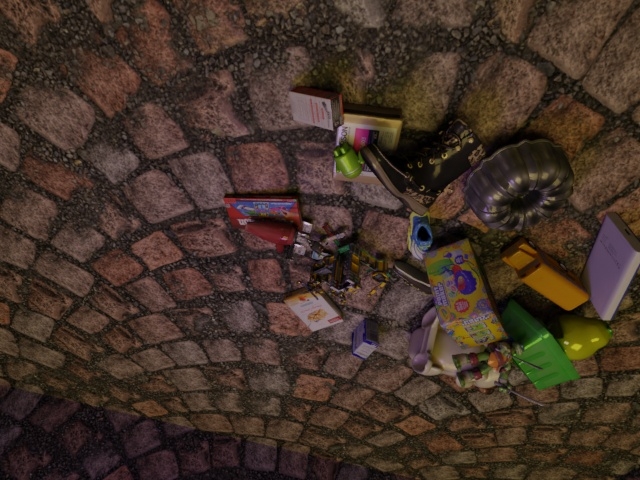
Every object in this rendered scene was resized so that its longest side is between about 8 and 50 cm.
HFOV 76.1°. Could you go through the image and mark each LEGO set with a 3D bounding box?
[{"bbox_3d":[0.000,0.000,1.596,0.244,0.060,0.182,18,135,1],"label":"LEGO set"},{"bbox_3d":[0.095,0.172,1.571,0.331,0.192,0.255,-20,135,34],"label":"LEGO set"}]

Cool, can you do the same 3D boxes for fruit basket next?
[{"bbox_3d":[0.941,0.393,1.658,0.392,0.283,0.391,-5,116,-10],"label":"fruit basket"}]

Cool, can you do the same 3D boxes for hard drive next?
[{"bbox_3d":[1.008,0.093,1.426,0.040,0.210,0.318,-1,129,8],"label":"hard drive"}]

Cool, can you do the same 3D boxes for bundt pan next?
[{"bbox_3d":[0.626,-0.149,1.279,0.331,0.124,0.330,-4,141,-3],"label":"bundt pan"}]

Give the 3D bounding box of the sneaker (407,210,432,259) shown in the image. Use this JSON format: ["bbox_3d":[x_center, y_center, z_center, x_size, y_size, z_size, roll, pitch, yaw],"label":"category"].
[{"bbox_3d":[0.361,0.001,1.485,0.091,0.126,0.240,-6,128,12],"label":"sneaker"}]

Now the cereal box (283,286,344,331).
[{"bbox_3d":[-0.027,0.303,1.833,0.173,0.047,0.240,-24,123,24],"label":"cereal box"}]

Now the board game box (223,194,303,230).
[{"bbox_3d":[-0.210,-0.102,1.516,0.282,0.027,0.145,2,131,14],"label":"board game box"}]

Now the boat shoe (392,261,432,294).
[{"bbox_3d":[0.376,0.158,1.641,0.228,0.081,0.068,26,124,-17],"label":"boat shoe"}]

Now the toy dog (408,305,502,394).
[{"bbox_3d":[0.606,0.516,1.765,0.408,0.284,0.395,19,150,-1],"label":"toy dog"}]

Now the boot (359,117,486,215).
[{"bbox_3d":[0.310,-0.246,1.208,0.284,0.138,0.377,-42,137,17],"label":"boot"}]

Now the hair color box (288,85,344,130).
[{"bbox_3d":[-0.012,-0.390,1.202,0.167,0.053,0.093,27,141,36],"label":"hair color box"}]

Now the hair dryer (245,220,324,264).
[{"bbox_3d":[-0.155,0.013,1.537,0.294,0.080,0.224,35,139,-27],"label":"hair dryer"}]

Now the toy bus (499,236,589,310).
[{"bbox_3d":[0.832,0.125,1.526,0.333,0.130,0.108,30,126,-17],"label":"toy bus"}]

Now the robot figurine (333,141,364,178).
[{"bbox_3d":[0.085,-0.238,1.244,0.101,0.067,0.115,-17,121,32],"label":"robot figurine"}]

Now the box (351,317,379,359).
[{"bbox_3d":[0.204,0.451,1.876,0.072,0.126,0.137,22,128,-12],"label":"box"}]

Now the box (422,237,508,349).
[{"bbox_3d":[0.521,0.200,1.480,0.177,0.289,0.279,-22,141,23],"label":"box"}]

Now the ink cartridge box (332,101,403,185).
[{"bbox_3d":[0.142,-0.299,1.291,0.193,0.088,0.234,6,131,1],"label":"ink cartridge box"}]

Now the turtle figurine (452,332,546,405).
[{"bbox_3d":[0.635,0.466,1.474,0.267,0.274,0.197,-18,145,7],"label":"turtle figurine"}]

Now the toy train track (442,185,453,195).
[{"bbox_3d":[0.416,-0.175,1.407,0.083,0.014,0.048,10,130,0],"label":"toy train track"}]
